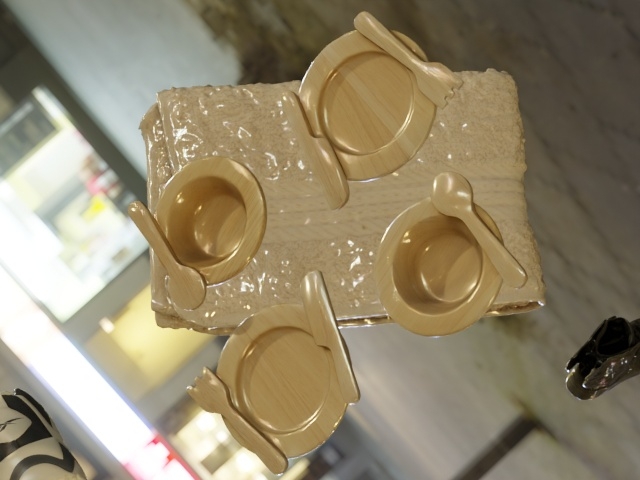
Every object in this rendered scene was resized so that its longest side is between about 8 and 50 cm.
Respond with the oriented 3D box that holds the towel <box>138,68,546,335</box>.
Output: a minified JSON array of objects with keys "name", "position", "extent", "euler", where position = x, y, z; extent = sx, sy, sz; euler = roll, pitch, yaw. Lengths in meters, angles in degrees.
[{"name":"towel","position":[0.013,-0.030,1.259],"extent":[0.049,0.282,0.187],"euler":[88,177,-73]}]

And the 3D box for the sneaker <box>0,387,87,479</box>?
[{"name":"sneaker","position":[-0.251,0.201,1.476],"extent":[0.153,0.094,0.235],"euler":[55,168,29]}]

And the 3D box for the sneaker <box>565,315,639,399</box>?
[{"name":"sneaker","position":[0.304,0.108,1.769],"extent":[0.051,0.170,0.089],"euler":[45,145,21]}]

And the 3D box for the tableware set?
[{"name":"tableware set","position":[0.000,0.000,0.703],"extent":[0.020,0.168,0.141],"euler":[21,-146,-59]}]
